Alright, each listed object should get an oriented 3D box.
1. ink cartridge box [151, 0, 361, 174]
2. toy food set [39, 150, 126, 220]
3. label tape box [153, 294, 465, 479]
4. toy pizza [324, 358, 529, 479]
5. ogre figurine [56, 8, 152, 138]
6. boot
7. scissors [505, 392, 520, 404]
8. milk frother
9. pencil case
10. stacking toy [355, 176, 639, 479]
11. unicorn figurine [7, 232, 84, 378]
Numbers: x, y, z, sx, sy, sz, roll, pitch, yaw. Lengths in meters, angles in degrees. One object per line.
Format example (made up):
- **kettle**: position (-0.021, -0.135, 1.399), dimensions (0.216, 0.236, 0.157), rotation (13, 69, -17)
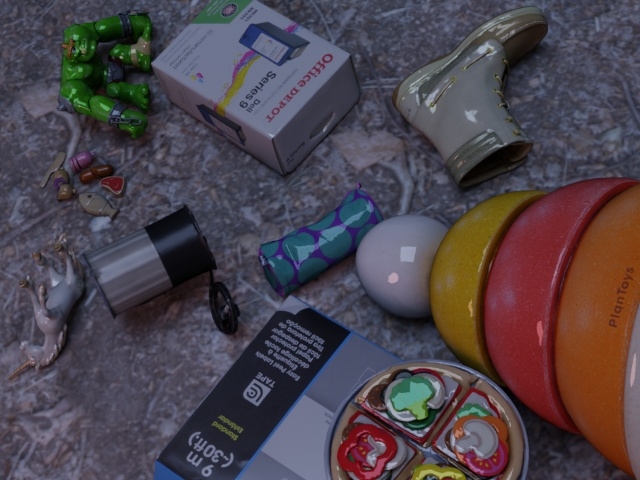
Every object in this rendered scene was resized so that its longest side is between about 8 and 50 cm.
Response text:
- **ink cartridge box**: position (-0.079, -0.202, 1.768), dimensions (0.212, 0.093, 0.154), rotation (35, 73, 25)
- **toy food set**: position (-0.296, -0.077, 1.788), dimensions (0.122, 0.019, 0.078), rotation (19, 67, 22)
- **label tape box**: position (-0.029, 0.260, 1.451), dimensions (0.249, 0.115, 0.347), rotation (30, 66, 24)
- **toy pizza**: position (0.103, 0.204, 1.383), dimensions (0.201, 0.032, 0.201), rotation (-3, 60, 6)
- **ogre figurine**: position (-0.278, -0.218, 1.826), dimensions (0.118, 0.097, 0.197), rotation (1, 76, -7)
- **boot**: position (0.213, -0.171, 1.693), dimensions (0.213, 0.077, 0.165), rotation (-33, 59, -1)
- **scissors**: position (0.092, 0.201, 1.547), dimensions (0.297, 0.021, 0.109), rotation (4, 60, 13)
- **milk frother**: position (-0.179, 0.057, 1.623), dimensions (0.135, 0.129, 0.143), rotation (-27, 52, -7)
- **pencil case**: position (0.000, 0.000, 1.651), dimensions (0.152, 0.064, 0.070), rotation (-30, 75, -5)
- **stacking toy**: position (0.237, 0.048, 1.475), dimensions (0.480, 0.350, 0.350), rotation (16, 65, 38)
- **unicorn figurine**: position (-0.319, 0.076, 1.670), dimensions (0.060, 0.111, 0.162), rotation (14, 50, 30)
